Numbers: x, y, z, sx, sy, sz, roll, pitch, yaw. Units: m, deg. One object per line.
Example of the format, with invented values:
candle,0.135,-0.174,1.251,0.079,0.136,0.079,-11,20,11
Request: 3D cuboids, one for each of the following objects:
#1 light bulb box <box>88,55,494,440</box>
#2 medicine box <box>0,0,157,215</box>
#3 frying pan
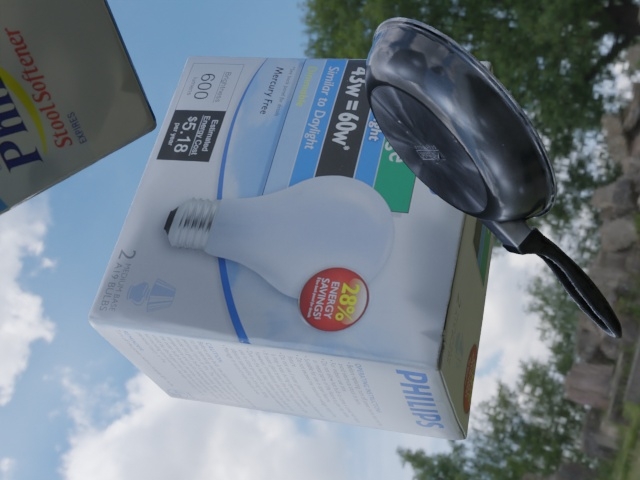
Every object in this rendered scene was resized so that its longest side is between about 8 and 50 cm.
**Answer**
light bulb box,0.000,0.000,0.931,0.225,0.361,0.358,64,-145,-57
medicine box,-0.290,-0.195,0.634,0.149,0.289,0.263,-34,-54,-24
frying pan,0.129,-0.044,0.693,0.053,0.197,0.326,-41,-51,-10
